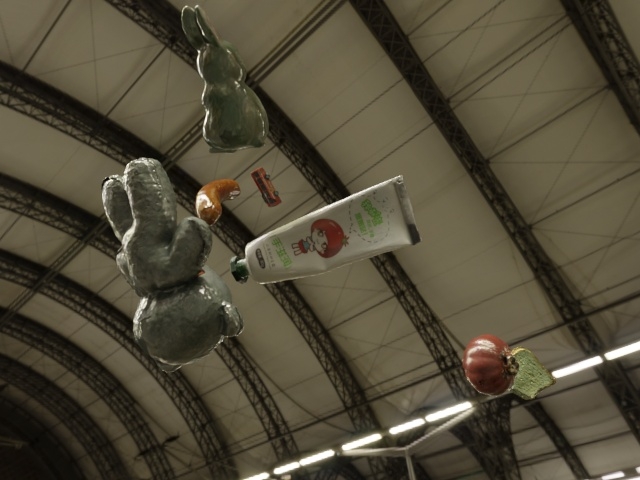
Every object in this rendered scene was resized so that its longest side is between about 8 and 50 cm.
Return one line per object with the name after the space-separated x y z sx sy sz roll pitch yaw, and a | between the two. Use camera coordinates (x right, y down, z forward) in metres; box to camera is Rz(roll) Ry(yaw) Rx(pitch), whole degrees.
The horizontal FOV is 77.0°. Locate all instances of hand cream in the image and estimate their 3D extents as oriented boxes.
0.000 0.000 0.702 0.336 0.121 0.076 -20 -13 12 | hand cream

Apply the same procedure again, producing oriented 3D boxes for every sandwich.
0.454 0.296 0.899 0.093 0.104 0.035 -29 -18 -7 | sandwich

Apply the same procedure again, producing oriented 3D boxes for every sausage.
-0.335 -0.136 1.287 0.103 0.302 0.076 33 -69 -10 | sausage

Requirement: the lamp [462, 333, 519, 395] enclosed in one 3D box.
0.290 0.213 0.689 0.101 0.101 0.090 28 -25 -28 | lamp

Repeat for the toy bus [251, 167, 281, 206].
-0.147 -0.142 1.090 0.043 0.031 0.110 -29 -87 -18 | toy bus

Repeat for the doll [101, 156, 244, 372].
-0.240 0.035 0.667 0.246 0.340 0.158 -24 -8 32 | doll

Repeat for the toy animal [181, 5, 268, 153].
-0.174 -0.296 0.747 0.127 0.125 0.251 -6 -63 4 | toy animal
